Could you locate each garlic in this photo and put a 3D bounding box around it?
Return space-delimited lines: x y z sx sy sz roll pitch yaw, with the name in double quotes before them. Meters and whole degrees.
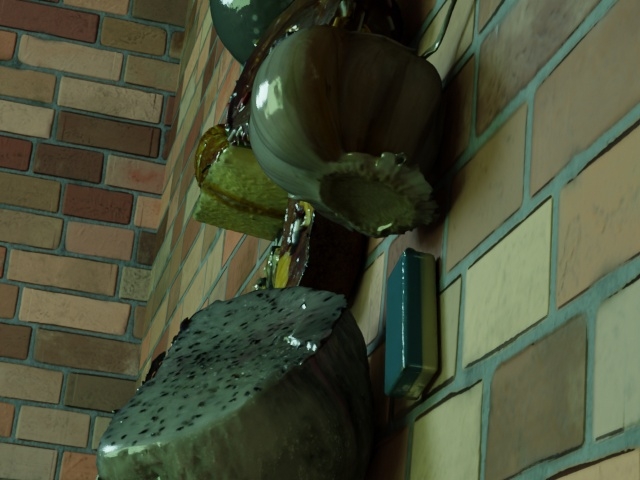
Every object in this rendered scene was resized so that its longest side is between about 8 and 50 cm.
"garlic" 0.062 -0.110 1.272 0.257 0.207 0.207 -36 31 20

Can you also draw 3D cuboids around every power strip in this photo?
"power strip" 0.077 0.069 1.242 0.056 0.032 0.123 116 160 -53

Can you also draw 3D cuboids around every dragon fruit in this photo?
"dragon fruit" -0.046 0.189 1.353 0.283 0.204 0.221 -52 -51 -57

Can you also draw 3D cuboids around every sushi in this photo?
"sushi" -0.059 0.056 1.867 0.210 0.040 0.192 127 146 -66

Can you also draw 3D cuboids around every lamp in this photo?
"lamp" -0.034 -0.237 1.758 0.313 0.182 0.181 85 -175 -54

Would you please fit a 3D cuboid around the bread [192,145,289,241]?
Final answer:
"bread" -0.070 -0.087 1.931 0.141 0.178 0.266 64 162 12

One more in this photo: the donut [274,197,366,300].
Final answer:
"donut" 0.000 0.000 1.573 0.166 0.073 0.184 114 163 -53

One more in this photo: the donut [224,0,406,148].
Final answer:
"donut" -0.004 -0.180 1.532 0.230 0.096 0.216 -52 19 11

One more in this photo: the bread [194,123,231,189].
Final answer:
"bread" -0.137 -0.112 2.260 0.172 0.103 0.132 -127 45 -71
